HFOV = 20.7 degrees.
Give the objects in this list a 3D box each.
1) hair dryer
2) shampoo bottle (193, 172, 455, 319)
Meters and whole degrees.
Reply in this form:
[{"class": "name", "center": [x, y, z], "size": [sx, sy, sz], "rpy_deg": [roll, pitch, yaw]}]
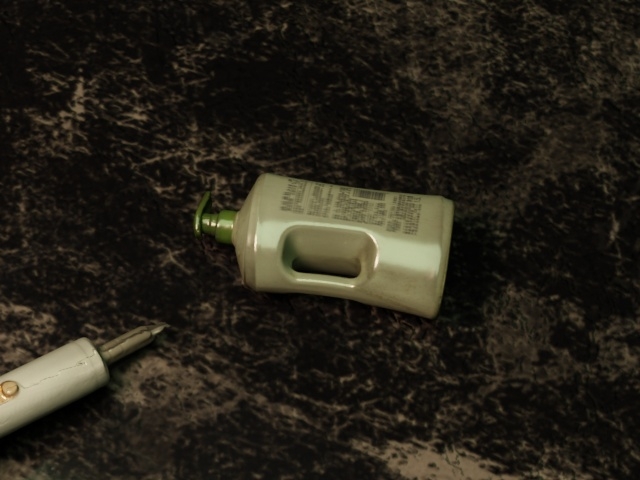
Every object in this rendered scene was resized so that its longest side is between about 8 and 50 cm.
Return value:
[{"class": "hair dryer", "center": [-0.277, 0.135, 1.490], "size": [0.357, 0.173, 0.107], "rpy_deg": [-27, 66, -30]}, {"class": "shampoo bottle", "center": [0.000, 0.000, 1.596], "size": [0.234, 0.087, 0.118], "rpy_deg": [8, 61, 3]}]
